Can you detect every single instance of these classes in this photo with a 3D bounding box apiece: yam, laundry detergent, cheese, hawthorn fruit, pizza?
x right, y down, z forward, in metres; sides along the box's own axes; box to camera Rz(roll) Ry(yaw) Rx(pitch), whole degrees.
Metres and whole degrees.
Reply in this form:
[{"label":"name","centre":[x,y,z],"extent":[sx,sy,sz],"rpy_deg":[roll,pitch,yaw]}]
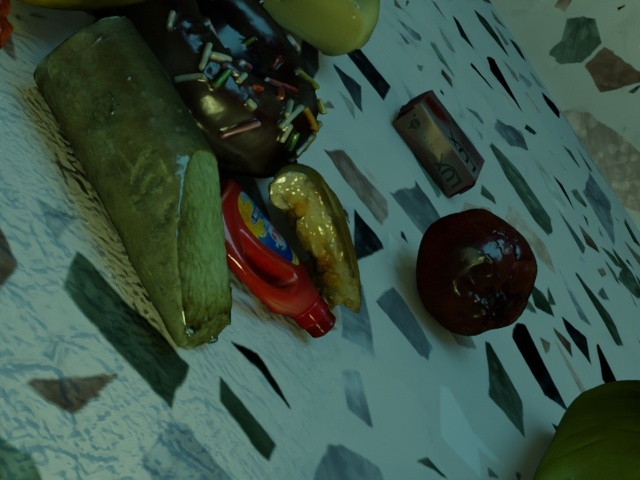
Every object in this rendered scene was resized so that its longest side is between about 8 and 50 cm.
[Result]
[{"label":"yam","centre":[-0.128,-0.048,0.781],"extent":[0.259,0.106,0.106],"rpy_deg":[59,24,11]},{"label":"laundry detergent","centre":[-0.046,0.025,0.894],"extent":[0.165,0.049,0.097],"rpy_deg":[49,21,-16]},{"label":"cheese","centre":[-0.030,-0.398,1.390],"extent":[0.259,0.128,0.316],"rpy_deg":[39,26,-28]},{"label":"hawthorn fruit","centre":[0.178,0.028,1.202],"extent":[0.148,0.148,0.172],"rpy_deg":[38,16,-32]},{"label":"pizza","centre":[0.000,0.000,0.986],"extent":[0.161,0.062,0.182],"rpy_deg":[64,5,-4]}]

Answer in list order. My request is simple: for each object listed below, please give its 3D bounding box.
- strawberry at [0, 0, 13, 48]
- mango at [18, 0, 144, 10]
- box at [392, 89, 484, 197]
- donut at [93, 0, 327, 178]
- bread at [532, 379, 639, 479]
[{"label":"strawberry","centre":[-0.296,-0.161,0.626],"extent":[0.175,0.106,0.236],"rpy_deg":[-20,69,-26]},{"label":"mango","centre":[-0.215,-0.299,0.746],"extent":[0.365,0.253,0.182],"rpy_deg":[17,55,-58]},{"label":"box","centre":[0.181,-0.149,1.536],"extent":[0.156,0.060,0.111],"rpy_deg":[51,25,-6]},{"label":"donut","centre":[-0.102,-0.177,0.995],"extent":[0.270,0.103,0.269],"rpy_deg":[40,29,-27]},{"label":"bread","centre":[0.363,0.285,1.095],"extent":[0.251,0.208,0.376],"rpy_deg":[51,19,9]}]
